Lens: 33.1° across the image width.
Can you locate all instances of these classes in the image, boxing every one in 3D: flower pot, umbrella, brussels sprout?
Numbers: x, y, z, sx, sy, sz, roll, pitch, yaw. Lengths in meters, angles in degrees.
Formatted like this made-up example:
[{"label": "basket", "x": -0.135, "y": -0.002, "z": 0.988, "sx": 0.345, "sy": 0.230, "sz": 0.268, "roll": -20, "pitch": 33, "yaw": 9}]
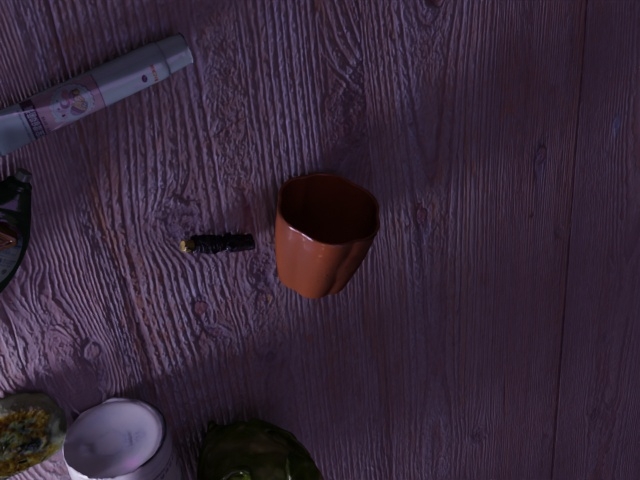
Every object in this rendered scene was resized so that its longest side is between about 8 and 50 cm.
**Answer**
[{"label": "flower pot", "x": 0.000, "y": 0.000, "z": 1.915, "sx": 0.190, "sy": 0.190, "sz": 0.173, "roll": -15, "pitch": 142, "yaw": -27}, {"label": "umbrella", "x": -0.179, "y": 0.006, "z": 1.873, "sx": 0.144, "sy": 0.040, "sz": 0.037, "roll": -3, "pitch": 115, "yaw": -38}, {"label": "brussels sprout", "x": -0.119, "y": 0.475, "z": 2.102, "sx": 0.294, "sy": 0.259, "sz": 0.227, "roll": 15, "pitch": 111, "yaw": -39}]

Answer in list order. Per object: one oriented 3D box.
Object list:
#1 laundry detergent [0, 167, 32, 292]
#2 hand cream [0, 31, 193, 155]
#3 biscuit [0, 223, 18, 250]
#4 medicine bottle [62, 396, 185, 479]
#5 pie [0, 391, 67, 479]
[{"label": "laundry detergent", "x": -0.497, "y": -0.017, "z": 1.610, "sx": 0.137, "sy": 0.063, "sz": 0.211, "roll": 20, "pitch": 108, "yaw": -36}, {"label": "hand cream", "x": -0.346, "y": -0.218, "z": 1.585, "sx": 0.331, "sy": 0.058, "sz": 0.085, "roll": -26, "pitch": 150, "yaw": -12}, {"label": "biscuit", "x": -0.544, "y": -0.010, "z": 1.545, "sx": 0.215, "sy": 0.034, "sz": 0.182, "roll": 5, "pitch": 109, "yaw": -19}, {"label": "medicine bottle", "x": -0.342, "y": 0.467, "z": 1.985, "sx": 0.190, "sy": 0.190, "sz": 0.332, "roll": -25, "pitch": 132, "yaw": -19}, {"label": "pie", "x": -0.525, "y": 0.341, "z": 1.866, "sx": 0.187, "sy": 0.041, "sz": 0.187, "roll": -20, "pitch": 130, "yaw": -25}]
